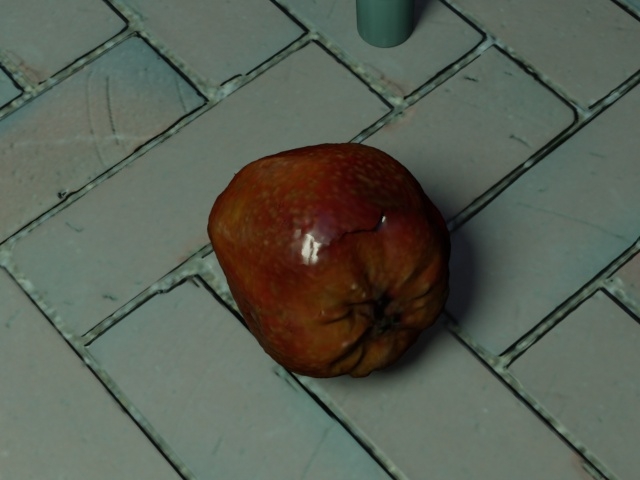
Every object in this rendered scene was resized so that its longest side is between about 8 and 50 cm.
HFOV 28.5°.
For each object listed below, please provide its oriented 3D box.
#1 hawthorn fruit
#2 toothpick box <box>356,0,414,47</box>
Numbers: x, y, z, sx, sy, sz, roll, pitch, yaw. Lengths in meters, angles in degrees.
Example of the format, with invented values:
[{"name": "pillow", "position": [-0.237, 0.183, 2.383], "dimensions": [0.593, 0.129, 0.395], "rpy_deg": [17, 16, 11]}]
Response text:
[{"name": "hawthorn fruit", "position": [0.008, 0.009, 0.898], "dimensions": [0.173, 0.179, 0.173], "rpy_deg": [-1, 95, -18]}, {"name": "toothpick box", "position": [0.055, -0.209, 1.068], "dimensions": [0.052, 0.083, 0.052], "rpy_deg": [-1, 58, 1]}]
